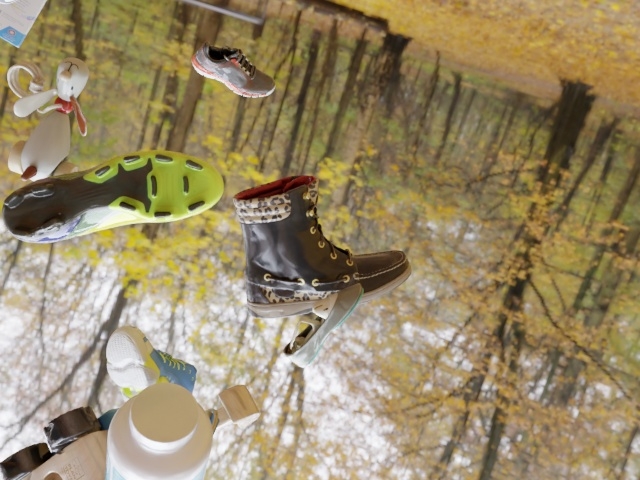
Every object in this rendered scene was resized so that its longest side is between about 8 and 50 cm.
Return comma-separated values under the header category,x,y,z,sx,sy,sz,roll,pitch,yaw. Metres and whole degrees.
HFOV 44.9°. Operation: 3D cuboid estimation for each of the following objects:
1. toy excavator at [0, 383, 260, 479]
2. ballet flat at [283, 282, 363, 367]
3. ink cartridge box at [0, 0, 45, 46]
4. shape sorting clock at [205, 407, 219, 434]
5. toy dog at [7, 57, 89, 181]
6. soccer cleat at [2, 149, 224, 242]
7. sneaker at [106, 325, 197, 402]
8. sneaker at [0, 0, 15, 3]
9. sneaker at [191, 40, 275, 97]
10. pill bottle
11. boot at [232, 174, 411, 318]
category,x,y,z,sx,sy,sz,roll,pitch,yaw
toy excavator,-0.395,0.464,1.702,0.222,0.433,0.445,58,-164,17
ballet flat,0.000,0.157,1.491,0.068,0.213,0.072,31,-159,-13
ink cartridge box,-0.579,-0.440,1.457,0.088,0.122,0.052,31,-179,-20
shape sorting clock,-0.255,0.394,1.413,0.040,0.206,0.206,39,-171,-8
toy dog,-0.653,-0.263,1.844,0.220,0.333,0.161,2,-162,2
soccer cleat,-0.265,-0.059,1.008,0.289,0.093,0.121,-10,-177,4
sneaker,-0.273,0.213,1.278,0.091,0.240,0.126,12,-143,23
sneaker,-0.521,-0.463,1.142,0.153,0.094,0.235,-10,134,49
sneaker,-0.148,-0.307,1.380,0.158,0.065,0.061,16,-127,-21
pill bottle,-0.235,0.314,1.122,0.146,0.264,0.146,9,-133,-10
boot,0.000,0.000,1.684,0.377,0.284,0.138,-12,-160,-2
